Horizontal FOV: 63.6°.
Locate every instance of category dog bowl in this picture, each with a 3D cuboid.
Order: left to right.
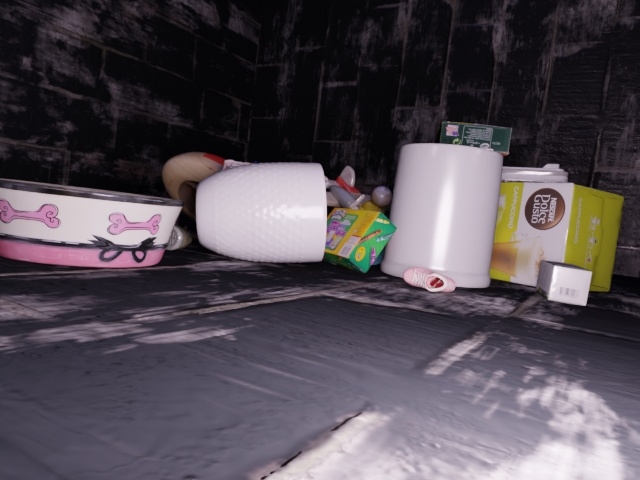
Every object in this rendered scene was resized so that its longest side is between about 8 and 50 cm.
[{"bbox_3d":[-0.511,-0.039,1.112,0.409,0.150,0.408,7,3,0],"label":"dog bowl"}]

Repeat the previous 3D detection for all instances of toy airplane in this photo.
[{"bbox_3d":[0.186,-0.160,2.189,0.384,0.386,0.272,41,-51,-16],"label":"toy airplane"}]

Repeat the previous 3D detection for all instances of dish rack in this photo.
[{"bbox_3d":[0.709,-0.228,1.841,0.333,0.072,0.286,5,3,20],"label":"dish rack"}]

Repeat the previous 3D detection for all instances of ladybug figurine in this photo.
[{"bbox_3d":[-0.321,-0.146,1.764,0.449,0.161,0.305,37,-41,-6],"label":"ladybug figurine"}]

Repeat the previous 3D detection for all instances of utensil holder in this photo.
[{"bbox_3d":[0.362,-0.076,1.550,0.328,0.385,0.327,6,3,0],"label":"utensil holder"}]

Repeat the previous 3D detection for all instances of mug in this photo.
[{"bbox_3d":[-0.171,-0.054,1.453,0.329,0.276,0.374,-1,-25,-8],"label":"mug"}]

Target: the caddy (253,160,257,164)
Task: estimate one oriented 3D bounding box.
[{"bbox_3d":[-0.295,-0.147,2.070,0.179,0.341,0.241,24,-1,-11],"label":"caddy"}]

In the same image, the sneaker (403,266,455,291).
[{"bbox_3d":[0.256,0.094,1.260,0.134,0.050,0.070,14,1,33],"label":"sneaker"}]

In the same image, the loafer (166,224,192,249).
[{"bbox_3d":[-0.476,-0.020,1.500,0.251,0.094,0.087,19,3,29],"label":"loafer"}]

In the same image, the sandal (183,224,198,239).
[{"bbox_3d":[-0.488,-0.033,1.942,0.072,0.048,0.180,5,4,-32],"label":"sandal"}]

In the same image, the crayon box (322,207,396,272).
[{"bbox_3d":[0.085,-0.008,1.560,0.081,0.165,0.278,41,-13,-24],"label":"crayon box"}]

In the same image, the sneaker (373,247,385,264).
[{"bbox_3d":[0.197,0.019,1.837,0.319,0.127,0.208,6,5,-35],"label":"sneaker"}]

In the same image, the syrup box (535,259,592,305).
[{"bbox_3d":[0.668,0.112,1.431,0.093,0.096,0.237,10,3,15],"label":"syrup box"}]

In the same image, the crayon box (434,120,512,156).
[{"bbox_3d":[0.470,-0.302,1.644,0.203,0.081,0.318,8,3,9],"label":"crayon box"}]

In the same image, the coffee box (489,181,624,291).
[{"bbox_3d":[0.781,-0.015,1.783,0.338,0.337,0.334,5,3,-36],"label":"coffee box"}]

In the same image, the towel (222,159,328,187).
[{"bbox_3d":[-0.167,-0.086,1.614,0.332,0.316,0.053,6,37,-20],"label":"towel"}]
